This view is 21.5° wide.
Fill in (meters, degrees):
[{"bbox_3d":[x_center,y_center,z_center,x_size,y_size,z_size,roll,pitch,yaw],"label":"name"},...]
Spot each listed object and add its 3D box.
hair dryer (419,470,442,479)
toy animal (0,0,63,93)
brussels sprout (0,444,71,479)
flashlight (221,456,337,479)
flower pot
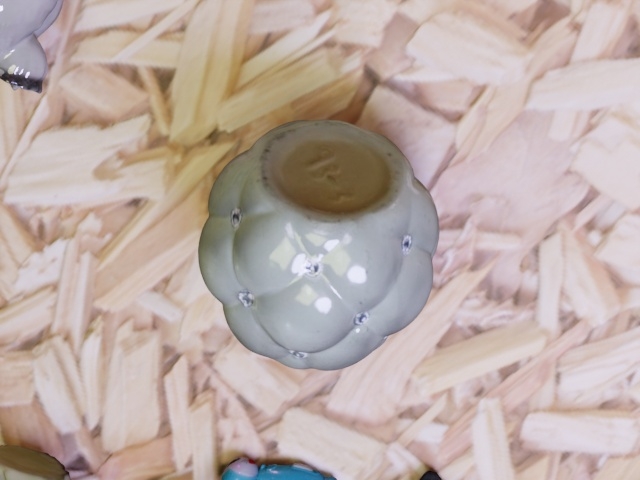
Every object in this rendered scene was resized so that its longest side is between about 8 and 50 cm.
[{"bbox_3d":[-0.005,0.333,1.831,0.302,0.116,0.244,26,112,-9],"label":"hair dryer"},{"bbox_3d":[-0.315,-0.336,1.648,0.258,0.194,0.357,24,98,28],"label":"toy animal"},{"bbox_3d":[-0.341,0.358,1.878,0.244,0.244,0.244,4,111,11],"label":"brussels sprout"},{"bbox_3d":[-0.046,0.272,1.872,0.129,0.051,0.051,7,111,4],"label":"flashlight"},{"bbox_3d":[0.000,0.000,1.654,0.246,0.246,0.195,16,136,6],"label":"flower pot"}]
